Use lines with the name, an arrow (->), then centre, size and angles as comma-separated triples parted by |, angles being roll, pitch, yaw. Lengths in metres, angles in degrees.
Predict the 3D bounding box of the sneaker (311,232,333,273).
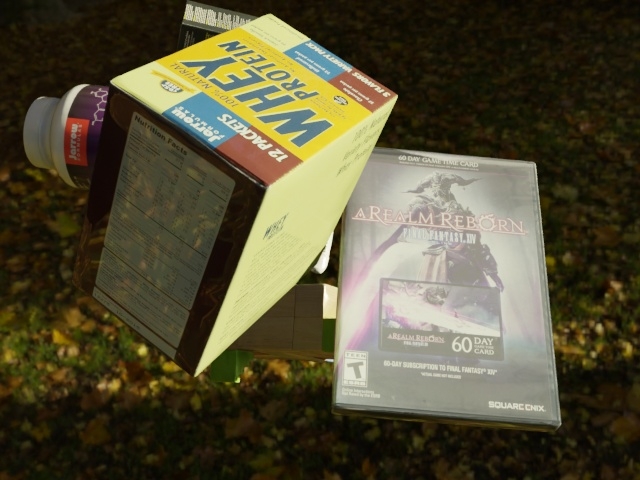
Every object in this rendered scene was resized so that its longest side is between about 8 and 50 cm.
sneaker -> 0.000, 0.000, 1.753 | 0.053, 0.061, 0.152 | 12, 63, -9

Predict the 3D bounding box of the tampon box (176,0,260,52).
tampon box -> -0.220, -0.416, 1.656 | 0.160, 0.120, 0.102 | 11, 43, -12

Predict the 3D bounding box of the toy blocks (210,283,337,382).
toy blocks -> -0.059, 0.141, 1.278 | 0.381, 0.191, 0.261 | -4, -13, 29

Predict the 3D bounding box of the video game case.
video game case -> 0.114, 0.034, 0.731 | 0.195, 0.026, 0.274 | 5, 61, -2

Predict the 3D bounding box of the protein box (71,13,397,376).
protein box -> -0.071, -0.042, 0.634 | 0.136, 0.201, 0.200 | 35, 40, 12

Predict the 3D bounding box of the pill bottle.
pill bottle -> -0.329, -0.169, 1.340 | 0.322, 0.182, 0.181 | 7, 28, 8
